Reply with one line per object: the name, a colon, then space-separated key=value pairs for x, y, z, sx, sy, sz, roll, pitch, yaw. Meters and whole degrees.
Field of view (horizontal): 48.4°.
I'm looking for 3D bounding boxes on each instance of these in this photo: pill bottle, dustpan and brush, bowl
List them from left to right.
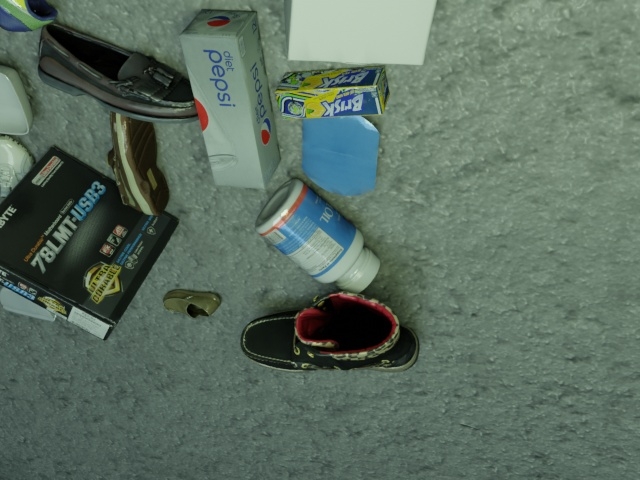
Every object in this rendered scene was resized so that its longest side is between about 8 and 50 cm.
bowl: x=-0.602 y=-0.270 z=1.317 sx=0.142 sy=0.053 sz=0.142 roll=9 pitch=135 yaw=12
dustpan and brush: x=-0.728 y=0.106 z=1.739 sx=0.147 sy=0.060 sz=0.211 roll=13 pitch=142 yaw=7
pill bottle: x=0.000 y=0.000 z=1.299 sx=0.221 sy=0.124 sz=0.124 roll=40 pitch=133 yaw=-19

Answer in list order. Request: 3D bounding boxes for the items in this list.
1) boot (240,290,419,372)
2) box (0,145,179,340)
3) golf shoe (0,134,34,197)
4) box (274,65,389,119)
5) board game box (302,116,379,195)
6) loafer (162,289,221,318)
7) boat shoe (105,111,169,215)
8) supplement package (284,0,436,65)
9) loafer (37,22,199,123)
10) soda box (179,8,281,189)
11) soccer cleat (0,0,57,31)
boot: x=-0.003 y=0.183 z=1.384 sx=0.377 sy=0.138 sz=0.284 roll=5 pitch=165 yaw=12
box: x=-0.460 y=-0.001 z=1.350 sx=0.293 sy=0.296 sz=0.073 roll=33 pitch=135 yaw=-10
golf shoe: x=-0.621 y=-0.127 z=1.441 sx=0.069 sy=0.086 sz=0.176 roll=4 pitch=132 yaw=20
box: x=0.019 y=-0.230 z=1.112 sx=0.168 sy=0.059 sz=0.054 roll=1 pitch=135 yaw=21
board game box: x=0.036 y=-0.155 z=1.201 sx=0.133 sy=0.033 sz=0.169 roll=14 pitch=131 yaw=15
loafer: x=-0.297 y=0.145 z=1.606 sx=0.147 sy=0.050 sz=0.056 roll=-5 pitch=130 yaw=25
boat shoe: x=-0.358 y=-0.148 z=1.314 sx=0.095 sy=0.095 sz=0.258 roll=13 pitch=136 yaw=15
supplement package: x=0.051 y=-0.380 z=0.841 sx=0.177 sy=0.175 sz=0.293 roll=1 pitch=136 yaw=-7
loafer: x=-0.333 y=-0.276 z=1.175 sx=0.302 sy=0.109 sz=0.095 roll=18 pitch=132 yaw=8
soda box: x=-0.140 y=-0.222 z=1.158 sx=0.098 sy=0.091 sz=0.286 roll=7 pitch=134 yaw=15
soccer cleat: x=-0.490 y=-0.455 z=1.075 sx=0.121 sy=0.093 sz=0.289 roll=-3 pitch=133 yaw=10
